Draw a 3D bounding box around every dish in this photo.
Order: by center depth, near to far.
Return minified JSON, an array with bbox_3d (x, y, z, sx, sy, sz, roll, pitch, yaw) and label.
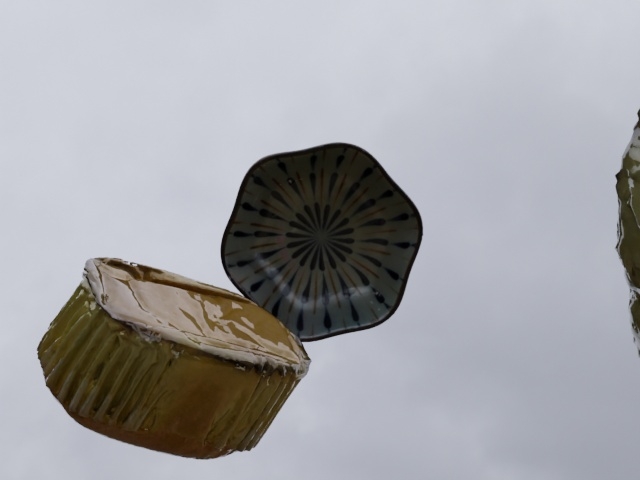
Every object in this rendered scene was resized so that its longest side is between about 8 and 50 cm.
[{"bbox_3d":[0.000,0.000,0.979,0.191,0.190,0.066,16,3,-3],"label":"dish"}]

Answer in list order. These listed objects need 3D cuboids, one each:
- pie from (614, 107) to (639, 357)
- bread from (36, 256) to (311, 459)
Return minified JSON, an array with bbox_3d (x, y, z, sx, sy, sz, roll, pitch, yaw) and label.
[{"bbox_3d":[0.282,-0.029,0.546,0.339,0.339,0.083,39,-17,-30],"label":"pie"},{"bbox_3d":[-0.114,0.093,0.789,0.190,0.132,0.114,24,-71,-31],"label":"bread"}]
